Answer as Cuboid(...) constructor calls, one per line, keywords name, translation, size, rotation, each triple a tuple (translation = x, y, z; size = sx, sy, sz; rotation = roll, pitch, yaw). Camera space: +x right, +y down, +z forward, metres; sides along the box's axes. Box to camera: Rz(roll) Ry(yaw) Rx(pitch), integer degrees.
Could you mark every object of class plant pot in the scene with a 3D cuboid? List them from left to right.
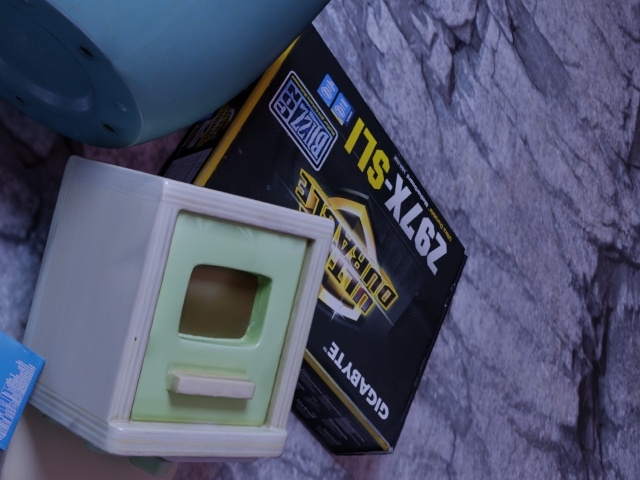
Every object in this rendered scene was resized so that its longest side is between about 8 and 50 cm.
Cuboid(name="plant pot", translation=(-0.132, -0.205, 0.700), size=(0.293, 0.293, 0.235), rotation=(47, 63, -34))

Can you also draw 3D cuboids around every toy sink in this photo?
Cuboid(name="toy sink", translation=(-0.104, 0.077, 0.714), size=(0.153, 0.131, 0.234), rotation=(14, 92, -44))

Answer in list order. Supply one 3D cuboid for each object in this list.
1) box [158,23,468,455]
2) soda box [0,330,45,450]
Cuboid(name="box", translation=(0.000, 0.000, 0.964), size=(0.322, 0.079, 0.257), rotation=(53, 44, -29))
Cuboid(name="soda box", translation=(-0.273, 0.053, 0.622), size=(0.210, 0.071, 0.067), rotation=(43, 52, -36))
